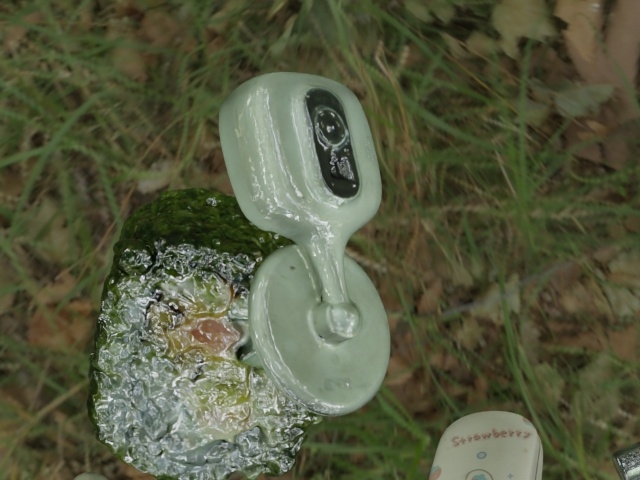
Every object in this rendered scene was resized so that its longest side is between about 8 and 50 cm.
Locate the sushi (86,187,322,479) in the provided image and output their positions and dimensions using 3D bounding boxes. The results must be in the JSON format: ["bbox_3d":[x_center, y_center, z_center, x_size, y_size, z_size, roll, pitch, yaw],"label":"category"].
[{"bbox_3d":[-0.128,0.128,1.711,0.294,0.178,0.352,8,118,-3],"label":"sushi"}]

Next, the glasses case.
[{"bbox_3d":[0.112,0.207,1.004,0.081,0.204,0.051,-7,131,22],"label":"glasses case"}]

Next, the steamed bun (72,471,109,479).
[{"bbox_3d":[-0.213,0.354,1.346,0.144,0.218,0.211,22,119,-13],"label":"steamed bun"}]

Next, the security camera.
[{"bbox_3d":[0.000,0.000,1.217,0.080,0.157,0.302,-22,75,43],"label":"security camera"}]

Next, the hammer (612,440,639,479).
[{"bbox_3d":[0.414,0.337,1.376,0.111,0.365,0.043,-23,141,0],"label":"hammer"}]
